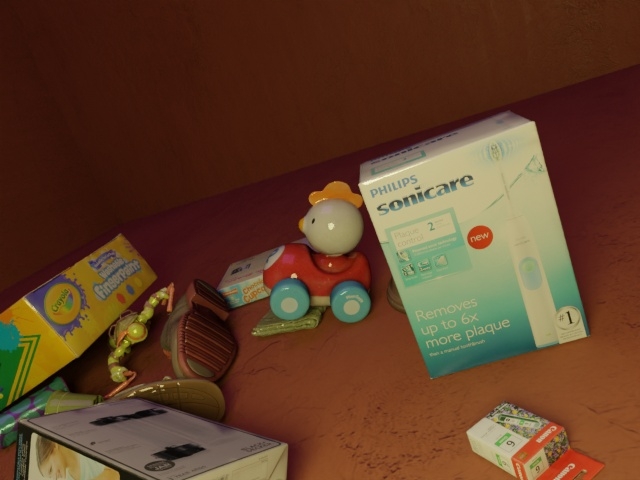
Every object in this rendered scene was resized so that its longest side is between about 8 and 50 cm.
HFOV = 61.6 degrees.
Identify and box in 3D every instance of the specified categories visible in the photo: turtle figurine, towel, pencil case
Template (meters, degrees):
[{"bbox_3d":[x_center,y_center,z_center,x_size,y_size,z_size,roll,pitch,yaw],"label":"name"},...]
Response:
[{"bbox_3d":[-0.412,0.207,1.150,0.217,0.087,0.269,-23,40,62],"label":"turtle figurine"},{"bbox_3d":[-0.056,0.150,1.062,0.148,0.027,0.110,-16,16,23],"label":"towel"},{"bbox_3d":[-0.567,0.336,1.052,0.152,0.064,0.070,-33,33,-33],"label":"pencil case"}]

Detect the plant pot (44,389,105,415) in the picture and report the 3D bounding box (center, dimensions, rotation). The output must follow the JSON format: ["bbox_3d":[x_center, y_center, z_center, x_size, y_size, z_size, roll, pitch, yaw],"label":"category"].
[{"bbox_3d":[-0.436,0.309,0.970,0.079,0.083,0.083,-6,18,6],"label":"plant pot"}]

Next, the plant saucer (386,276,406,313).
[{"bbox_3d":[0.248,0.049,0.976,0.278,0.041,0.278,-21,17,7],"label":"plant saucer"}]

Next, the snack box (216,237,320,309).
[{"bbox_3d":[-0.086,0.064,1.314,0.322,0.060,0.187,-19,16,9],"label":"snack box"}]

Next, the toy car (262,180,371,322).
[{"bbox_3d":[0.000,0.000,1.016,0.210,0.237,0.219,3,19,-5],"label":"toy car"}]

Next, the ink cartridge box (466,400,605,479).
[{"bbox_3d":[0.210,0.207,0.536,0.063,0.029,0.115,-28,17,-23],"label":"ink cartridge box"}]

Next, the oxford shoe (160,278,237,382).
[{"bbox_3d":[-0.250,0.202,1.054,0.130,0.123,0.348,-49,17,8],"label":"oxford shoe"}]

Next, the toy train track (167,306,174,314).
[{"bbox_3d":[-0.379,0.182,1.397,0.048,0.014,0.083,-38,16,-25],"label":"toy train track"}]

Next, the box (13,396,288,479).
[{"bbox_3d":[-0.199,0.260,0.612,0.290,0.087,0.169,1,-3,36],"label":"box"}]

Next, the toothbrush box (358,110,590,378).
[{"bbox_3d":[0.200,0.006,0.717,0.216,0.295,0.126,-18,16,11],"label":"toothbrush box"}]

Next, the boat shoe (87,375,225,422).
[{"bbox_3d":[-0.287,0.269,0.810,0.285,0.104,0.089,-12,2,-11],"label":"boat shoe"}]

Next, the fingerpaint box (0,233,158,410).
[{"bbox_3d":[-0.630,0.201,1.237,0.371,0.163,0.445,-34,12,11],"label":"fingerpaint box"}]
